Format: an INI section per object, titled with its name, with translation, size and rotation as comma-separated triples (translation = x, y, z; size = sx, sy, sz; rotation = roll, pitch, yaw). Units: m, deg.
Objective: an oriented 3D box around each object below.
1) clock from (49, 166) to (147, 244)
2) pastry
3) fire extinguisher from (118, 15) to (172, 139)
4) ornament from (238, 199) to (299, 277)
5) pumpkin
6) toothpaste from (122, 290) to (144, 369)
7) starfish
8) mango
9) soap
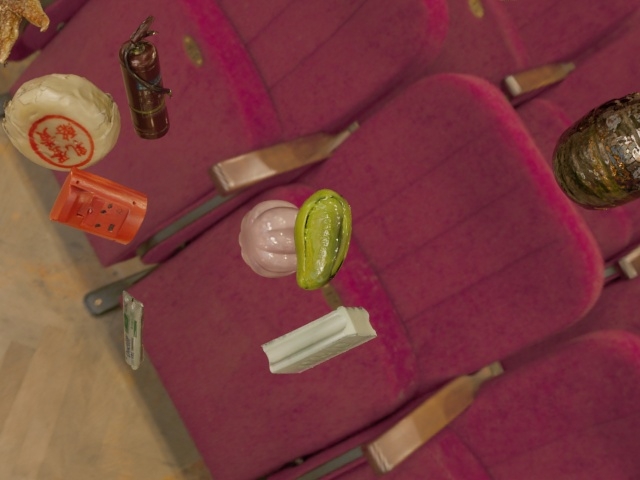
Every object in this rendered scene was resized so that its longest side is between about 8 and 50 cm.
[clock]
translation = -0.414, -0.056, 1.387
size = 0.155, 0.113, 0.061
rotation = 20, 28, -28
[pastry]
translation = -0.605, -0.274, 1.729
size = 0.265, 0.265, 0.133
rotation = 29, 38, -23
[fire extinguisher]
translation = -0.430, -0.401, 1.840
size = 0.105, 0.341, 0.141
rotation = 29, 60, 12
[ornament]
translation = -0.094, -0.004, 1.677
size = 0.178, 0.177, 0.177
rotation = 19, 55, -30
[pumpkin]
translation = 0.336, -0.095, 0.877
size = 0.108, 0.183, 0.119
rotation = -22, 82, -7
[toothpaste]
translation = -0.399, 0.200, 1.579
size = 0.064, 0.218, 0.041
rotation = 33, 44, 26
[starfish]
translation = -0.684, -0.495, 1.619
size = 0.302, 0.299, 0.060
rotation = 54, 1, 43
[mango]
translation = 0.000, 0.000, 1.179
size = 0.091, 0.074, 0.165
rotation = 13, 85, 13
[soap]
translation = 0.000, 0.254, 1.862
size = 0.150, 0.261, 0.094
rotation = 9, 57, -62
